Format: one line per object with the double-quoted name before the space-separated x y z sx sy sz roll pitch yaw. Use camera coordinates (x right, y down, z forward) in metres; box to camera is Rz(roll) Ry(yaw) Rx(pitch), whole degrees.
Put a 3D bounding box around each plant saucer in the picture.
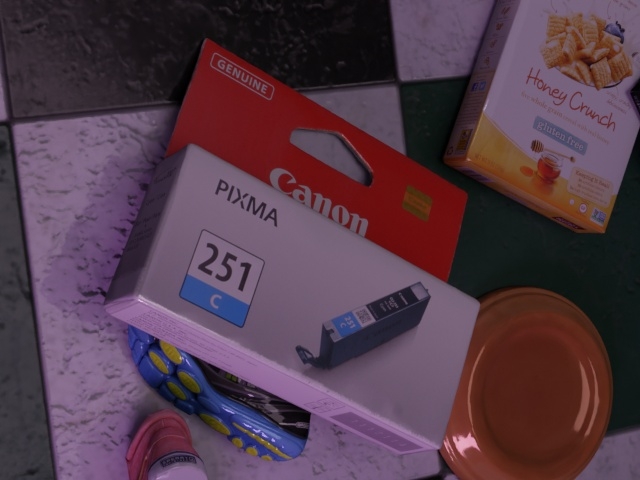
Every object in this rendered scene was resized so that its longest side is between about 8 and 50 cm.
"plant saucer" 0.192 0.141 1.396 0.200 0.037 0.200 0 91 -27

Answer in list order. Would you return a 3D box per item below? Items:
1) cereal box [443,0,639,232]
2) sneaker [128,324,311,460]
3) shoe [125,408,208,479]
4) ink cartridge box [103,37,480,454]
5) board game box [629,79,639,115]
"cereal box" 0.225 -0.148 1.405 0.173 0.047 0.240 24 79 -26
"sneaker" -0.081 0.107 1.250 0.188 0.067 0.078 40 52 -20
"shoe" -0.122 0.224 1.224 0.063 0.081 0.178 -4 121 -15
"ink cartridge box" 0.000 0.000 1.248 0.296 0.066 0.261 28 64 -24
"board game box" 0.372 -0.104 1.466 0.126 0.026 0.186 -44 121 -28
